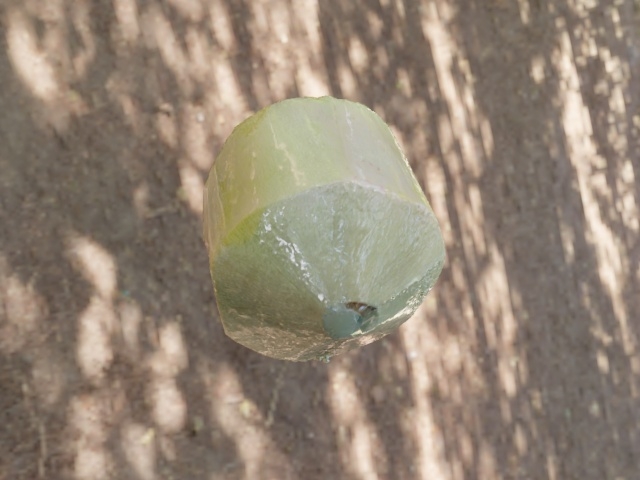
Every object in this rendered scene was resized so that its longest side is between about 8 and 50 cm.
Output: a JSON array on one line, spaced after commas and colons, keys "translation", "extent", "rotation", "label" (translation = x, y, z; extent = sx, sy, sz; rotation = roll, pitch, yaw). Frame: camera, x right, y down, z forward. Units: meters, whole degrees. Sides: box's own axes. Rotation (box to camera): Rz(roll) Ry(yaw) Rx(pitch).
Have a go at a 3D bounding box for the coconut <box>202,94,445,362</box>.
[{"translation": [0.000, 0.000, 0.770], "extent": [0.147, 0.147, 0.152], "rotation": [55, 14, -42], "label": "coconut"}]
